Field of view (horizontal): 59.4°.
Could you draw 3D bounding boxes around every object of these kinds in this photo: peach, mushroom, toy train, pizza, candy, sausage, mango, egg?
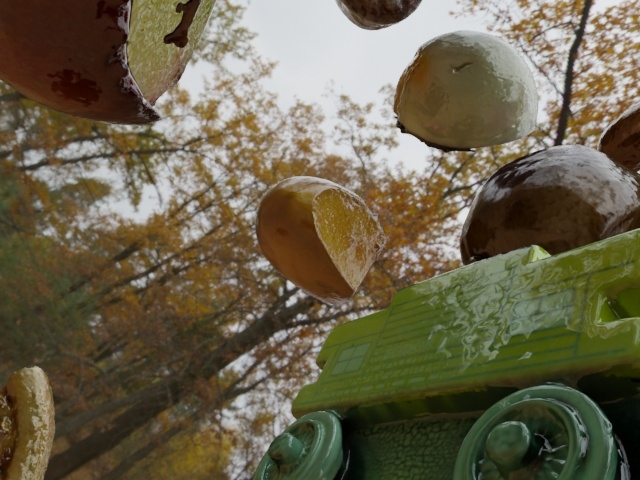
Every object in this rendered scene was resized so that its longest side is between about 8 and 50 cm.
[{"bbox_3d":[-0.254,-0.334,0.611,0.310,0.335,0.405,24,-51,-11],"label":"peach"},{"bbox_3d":[0.291,-0.008,0.736,0.195,0.283,0.263,41,-23,-11],"label":"mushroom"},{"bbox_3d":[0.124,0.149,0.470,0.179,0.272,0.442,45,-39,-15],"label":"toy train"},{"bbox_3d":[-0.552,0.384,0.865,0.278,0.408,0.114,5,-35,27],"label":"pizza"},{"bbox_3d":[0.111,-0.591,1.179,0.157,0.215,0.289,-102,174,-81],"label":"candy"},{"bbox_3d":[0.533,-0.178,0.840,0.108,0.109,0.270,60,-27,2],"label":"sausage"},{"bbox_3d":[0.000,0.000,0.910,0.350,0.199,0.201,43,31,-66],"label":"mango"},{"bbox_3d":[0.312,-0.339,1.190,0.337,0.337,0.200,34,-38,39],"label":"egg"}]
